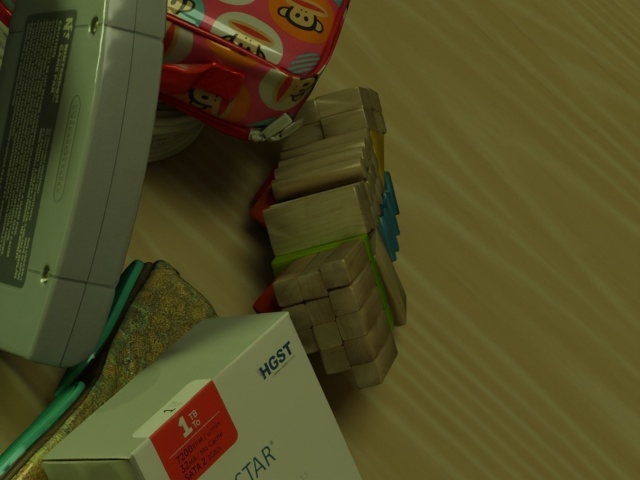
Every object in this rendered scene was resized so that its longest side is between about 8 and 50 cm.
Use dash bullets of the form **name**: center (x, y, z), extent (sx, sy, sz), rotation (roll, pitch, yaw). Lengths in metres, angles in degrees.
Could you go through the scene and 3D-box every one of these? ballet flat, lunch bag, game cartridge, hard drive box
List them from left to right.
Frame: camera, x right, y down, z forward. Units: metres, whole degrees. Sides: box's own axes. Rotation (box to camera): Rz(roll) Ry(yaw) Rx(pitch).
- **game cartridge**: center (-0.188, -0.062, 1.184), extent (0.062, 0.198, 0.297), rotation (12, 89, -36)
- **ballet flat**: center (-0.156, 0.139, 1.172), extent (0.123, 0.123, 0.348), rotation (30, 36, -1)
- **lunch bag**: center (-0.122, -0.214, 1.385), extent (0.293, 0.120, 0.258), rotation (25, 45, -8)
- **hard drive box**: center (-0.059, 0.194, 1.115), extent (0.181, 0.089, 0.232), rotation (-42, 115, -43)

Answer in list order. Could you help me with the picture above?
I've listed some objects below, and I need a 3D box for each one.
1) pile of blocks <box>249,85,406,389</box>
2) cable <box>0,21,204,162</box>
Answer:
- **pile of blocks**: center (0.000, 0.000, 1.419), extent (0.113, 0.149, 0.362), rotation (-14, 35, 15)
- **cable**: center (-0.205, -0.177, 1.458), extent (0.257, 0.089, 0.257), rotation (-9, 57, -35)
